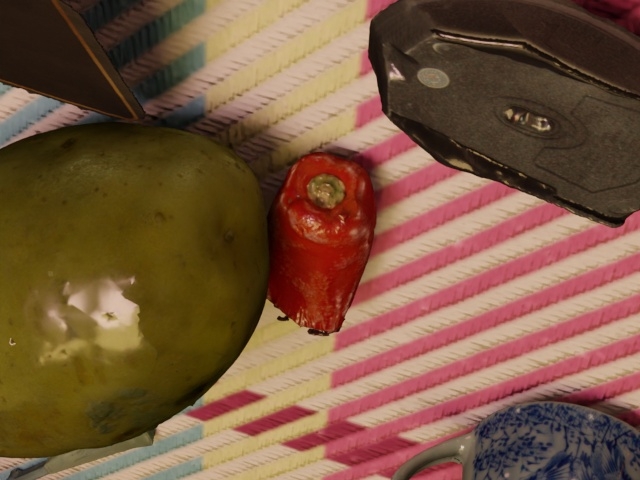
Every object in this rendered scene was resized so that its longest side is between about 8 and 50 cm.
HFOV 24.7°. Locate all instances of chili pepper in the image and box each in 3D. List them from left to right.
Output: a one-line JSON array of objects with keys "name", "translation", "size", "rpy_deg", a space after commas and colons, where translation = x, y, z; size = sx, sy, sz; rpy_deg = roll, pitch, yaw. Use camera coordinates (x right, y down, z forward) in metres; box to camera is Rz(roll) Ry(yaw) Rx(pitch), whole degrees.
[{"name": "chili pepper", "translation": [0.000, 0.000, 0.969], "size": [0.070, 0.073, 0.123], "rpy_deg": [-10, 141, -22]}]

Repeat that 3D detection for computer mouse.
[{"name": "computer mouse", "translation": [0.137, -0.085, 0.831], "size": [0.231, 0.071, 0.126], "rpy_deg": [21, 148, -5]}]

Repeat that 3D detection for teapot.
[{"name": "teapot", "translation": [0.159, 0.204, 1.018], "size": [0.232, 0.159, 0.159], "rpy_deg": [20, 134, 7]}]

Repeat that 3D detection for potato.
[{"name": "potato", "translation": [-0.165, 0.034, 0.977], "size": [0.304, 0.216, 0.216], "rpy_deg": [-19, 119, 46]}]

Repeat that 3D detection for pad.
[{"name": "pad", "translation": [-0.296, -0.121, 0.886], "size": [0.375, 0.063, 0.315], "rpy_deg": [18, 171, 9]}]

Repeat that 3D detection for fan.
[{"name": "fan", "translation": [-0.212, 0.183, 1.263], "size": [0.193, 0.016, 0.038], "rpy_deg": [-26, 112, 38]}]
